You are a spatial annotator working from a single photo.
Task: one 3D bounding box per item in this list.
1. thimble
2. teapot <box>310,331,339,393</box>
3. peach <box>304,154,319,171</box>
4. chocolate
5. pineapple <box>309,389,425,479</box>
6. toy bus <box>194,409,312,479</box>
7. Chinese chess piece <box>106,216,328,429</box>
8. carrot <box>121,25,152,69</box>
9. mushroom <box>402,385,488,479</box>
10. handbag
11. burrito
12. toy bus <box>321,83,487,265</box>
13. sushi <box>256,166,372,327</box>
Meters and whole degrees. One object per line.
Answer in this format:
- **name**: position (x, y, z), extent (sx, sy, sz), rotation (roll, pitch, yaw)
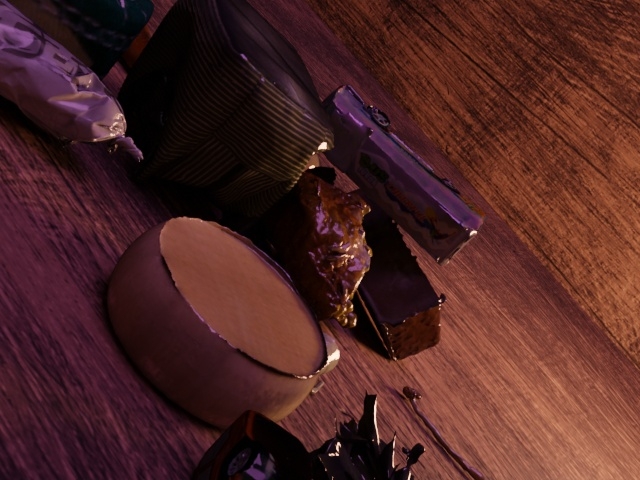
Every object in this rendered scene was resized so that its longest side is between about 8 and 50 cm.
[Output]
- **thimble**: position (-0.375, -0.345, 1.329), extent (0.288, 0.167, 0.254), rotation (48, 17, 7)
- **teapot**: position (-0.014, 0.153, 1.216), extent (0.083, 0.057, 0.067), rotation (-32, 106, -67)
- **peach**: position (-0.044, -0.138, 1.766), extent (0.083, 0.083, 0.083), rotation (40, 18, -16)
- **chocolate**: position (0.095, 0.053, 1.576), extent (0.321, 0.112, 0.112), rotation (-118, -170, -47)
- **pineapple**: position (0.094, 0.309, 0.977), extent (0.364, 0.165, 0.165), rotation (44, 15, 27)
- **toy bus**: position (-0.062, 0.272, 0.749), extent (0.093, 0.092, 0.409), rotation (43, 17, -14)
- **Chinese chess piece**: position (-0.108, 0.085, 1.062), extent (0.250, 0.103, 0.249), rotation (39, 19, -16)
- **carrot**: position (-0.319, -0.348, 1.638), extent (0.067, 0.067, 0.225), rotation (21, 30, -53)
- **mushroom**: position (0.208, 0.319, 1.397), extent (0.286, 0.028, 0.026), rotation (51, -24, 15)
- **handbag**: position (-0.138, -0.184, 1.383), extent (0.247, 0.240, 0.340), rotation (35, 19, -34)
- **burrito**: position (-0.387, -0.235, 1.161), extent (0.445, 0.101, 0.139), rotation (39, 7, -12)
- **toy bus**: position (0.107, -0.100, 1.526), extent (0.317, 0.112, 0.138), rotation (42, 17, 2)
- **sushi**: position (0.000, 0.003, 1.416), extent (0.179, 0.166, 0.296), rotation (27, 13, -29)
